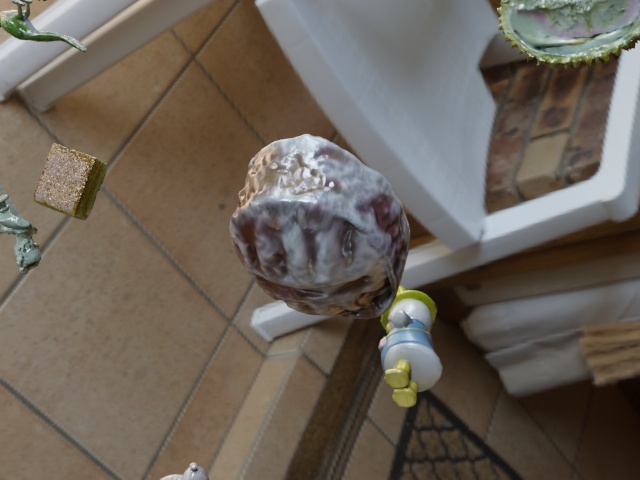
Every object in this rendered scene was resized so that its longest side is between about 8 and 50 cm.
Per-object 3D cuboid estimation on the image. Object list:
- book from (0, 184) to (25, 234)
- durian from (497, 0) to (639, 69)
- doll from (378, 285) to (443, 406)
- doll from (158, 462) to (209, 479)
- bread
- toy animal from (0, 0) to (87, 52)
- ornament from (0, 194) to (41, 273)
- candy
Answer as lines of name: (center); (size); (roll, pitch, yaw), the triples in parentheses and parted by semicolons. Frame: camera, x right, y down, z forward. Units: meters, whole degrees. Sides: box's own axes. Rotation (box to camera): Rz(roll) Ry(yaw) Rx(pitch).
book: (-0.532, -0.084, 1.375); (0.172, 0.012, 0.118); (56, 15, -2)
durian: (0.343, -0.333, 1.227); (0.138, 0.237, 0.194); (-43, 144, -72)
doll: (0.143, 0.158, 1.420); (0.135, 0.099, 0.241); (34, 25, -16)
doll: (-0.148, 0.361, 1.185); (0.159, 0.161, 0.059); (18, 34, -2)
bread: (-0.356, -0.083, 1.265); (0.035, 0.094, 0.090); (24, 86, -58)
toy animal: (-0.483, -0.370, 1.502); (0.041, 0.216, 0.075); (-45, 143, -50)
ornament: (-0.367, -0.012, 1.080); (0.041, 0.068, 0.092); (-32, 82, -24)
candy: (0.000, 0.000, 1.130); (0.290, 0.214, 0.157); (64, 35, -52)
